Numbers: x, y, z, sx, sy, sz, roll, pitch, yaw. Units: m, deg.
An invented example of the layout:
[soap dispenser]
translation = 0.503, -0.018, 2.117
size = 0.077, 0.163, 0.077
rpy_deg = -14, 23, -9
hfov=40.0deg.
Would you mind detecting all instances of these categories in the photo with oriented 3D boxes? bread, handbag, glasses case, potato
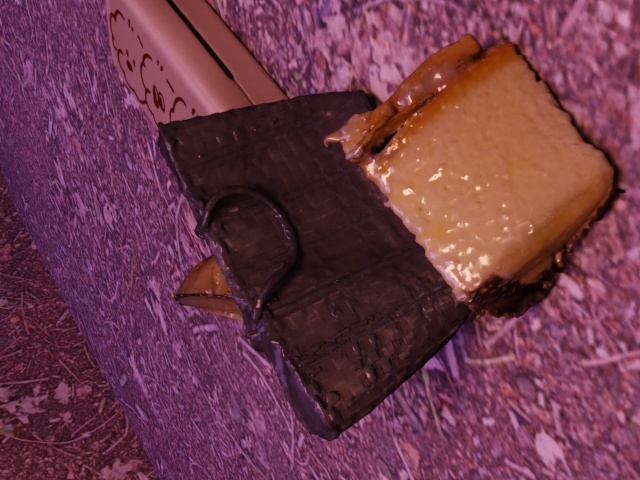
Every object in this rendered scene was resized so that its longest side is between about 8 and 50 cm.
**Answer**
[bread]
translation = 0.102, -0.034, 0.559
size = 0.147, 0.127, 0.152
rpy_deg = 56, -174, 24
[handbag]
translation = 0.000, 0.000, 0.656
size = 0.270, 0.175, 0.089
rpy_deg = 59, 152, 19
[glasses case]
translation = -0.131, -0.160, 0.930
size = 0.336, 0.076, 0.144
rpy_deg = 52, 150, 35
[potato]
translation = -0.061, 0.037, 0.883
size = 0.200, 0.164, 0.081
rpy_deg = -17, 62, 61
